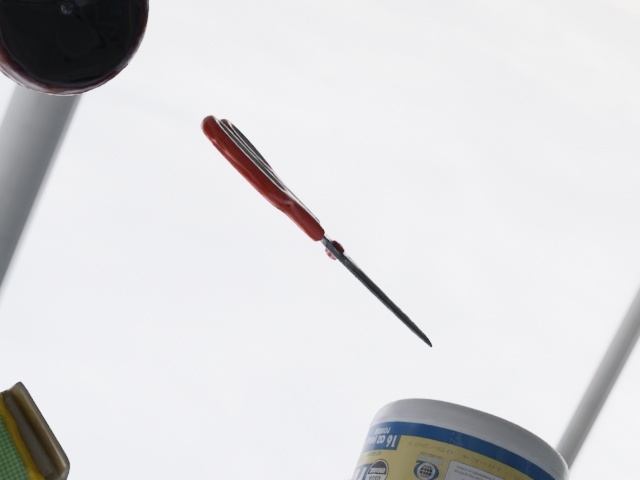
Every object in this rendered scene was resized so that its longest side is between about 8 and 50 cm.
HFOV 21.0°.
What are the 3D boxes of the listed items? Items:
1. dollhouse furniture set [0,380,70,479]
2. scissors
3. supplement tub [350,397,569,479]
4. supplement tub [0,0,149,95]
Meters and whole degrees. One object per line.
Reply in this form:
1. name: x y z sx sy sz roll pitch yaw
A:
1. dollhouse furniture set: -0.177 0.061 0.789 0.076 0.058 0.152 -25 -112 -23
2. scissors: 0.000 0.000 1.511 0.297 0.021 0.109 48 -176 -8
3. supplement tub: 0.075 0.222 1.166 0.144 0.200 0.144 18 158 8
4. supplement tub: -0.184 -0.156 1.078 0.106 0.106 0.198 15 -173 -27
